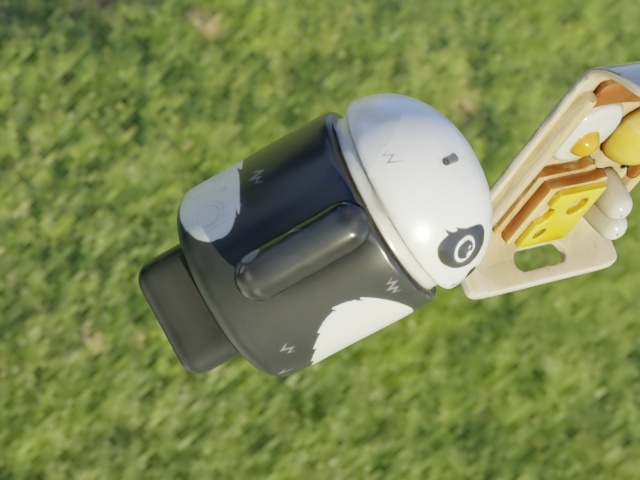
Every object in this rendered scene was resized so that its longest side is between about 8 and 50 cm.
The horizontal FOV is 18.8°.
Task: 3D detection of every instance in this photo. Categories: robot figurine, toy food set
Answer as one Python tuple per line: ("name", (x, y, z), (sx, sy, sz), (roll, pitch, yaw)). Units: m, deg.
("robot figurine", (0.001, 0.002, 1.518), (0.173, 0.278, 0.209), (52, 16, -36))
("toy food set", (0.280, -0.059, 1.793), (0.220, 0.306, 0.092), (-12, 60, -40))
